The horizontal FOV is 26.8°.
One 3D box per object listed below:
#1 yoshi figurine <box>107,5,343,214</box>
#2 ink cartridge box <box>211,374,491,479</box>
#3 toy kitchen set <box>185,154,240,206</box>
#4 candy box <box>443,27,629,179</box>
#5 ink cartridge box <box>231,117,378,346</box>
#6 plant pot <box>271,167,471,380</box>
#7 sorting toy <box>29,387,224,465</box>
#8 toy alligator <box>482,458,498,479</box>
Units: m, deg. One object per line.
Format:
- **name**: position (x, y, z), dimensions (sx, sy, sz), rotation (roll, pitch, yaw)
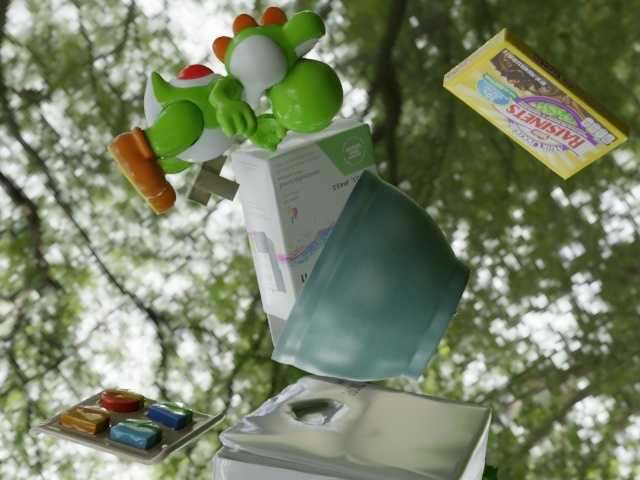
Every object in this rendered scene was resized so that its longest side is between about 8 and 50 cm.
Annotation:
- **yoshi figurine**: position (-0.110, -0.171, 1.922), dimensions (0.203, 0.362, 0.203), rotation (43, 171, 50)
- **ink cartridge box**: position (0.013, 0.323, 0.994), dimensions (0.285, 0.166, 0.395), rotation (-22, -61, -77)
- **toy kitchen set**: position (-0.167, -0.095, 2.059), dimensions (0.068, 0.083, 0.075), rotation (23, -178, -23)
- **candy box**: position (0.254, -0.157, 1.574), dimensions (0.206, 0.105, 0.027), rotation (34, -133, -22)
- **ink cartridge box**: position (0.000, 0.000, 2.168), dimensions (0.207, 0.119, 0.353), rotation (-23, -68, -30)
- **plant pot**: position (0.084, 0.075, 1.833), dimensions (0.196, 0.293, 0.293), rotation (27, -157, 3)
- **sorting toy**: position (-0.261, 0.245, 1.833), dimensions (0.193, 0.208, 0.038), rotation (-25, -59, -66)
- **toy alligator**: position (0.211, 0.309, 1.795), dimensions (0.189, 0.056, 0.051), rotation (36, -131, 9)
